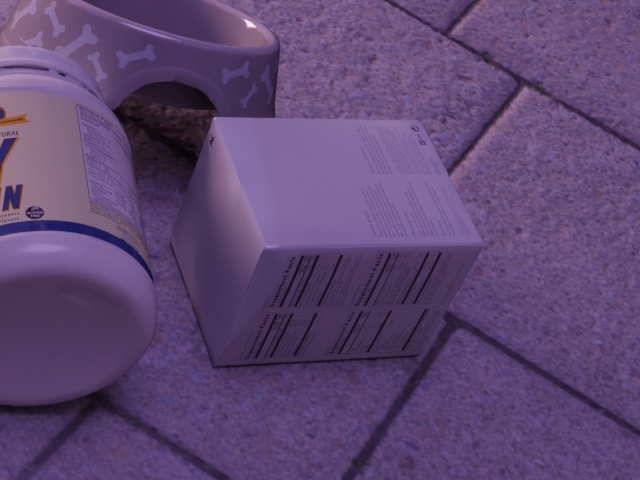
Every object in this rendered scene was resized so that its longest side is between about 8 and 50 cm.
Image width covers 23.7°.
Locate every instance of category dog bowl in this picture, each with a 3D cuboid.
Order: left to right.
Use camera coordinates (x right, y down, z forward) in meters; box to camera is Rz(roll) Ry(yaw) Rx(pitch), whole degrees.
[{"bbox_3d":[-0.207,-0.239,1.841,0.348,0.102,0.349,17,19,-6],"label":"dog bowl"}]

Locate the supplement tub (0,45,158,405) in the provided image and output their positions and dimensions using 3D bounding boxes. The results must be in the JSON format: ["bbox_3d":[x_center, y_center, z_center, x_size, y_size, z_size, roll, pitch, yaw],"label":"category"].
[{"bbox_3d":[-0.301,-0.020,1.562,0.235,0.235,0.325,4,45,-22],"label":"supplement tub"}]

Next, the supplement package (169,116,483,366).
[{"bbox_3d":[0.000,0.000,1.708,0.262,0.198,0.199,-1,48,-26],"label":"supplement package"}]
